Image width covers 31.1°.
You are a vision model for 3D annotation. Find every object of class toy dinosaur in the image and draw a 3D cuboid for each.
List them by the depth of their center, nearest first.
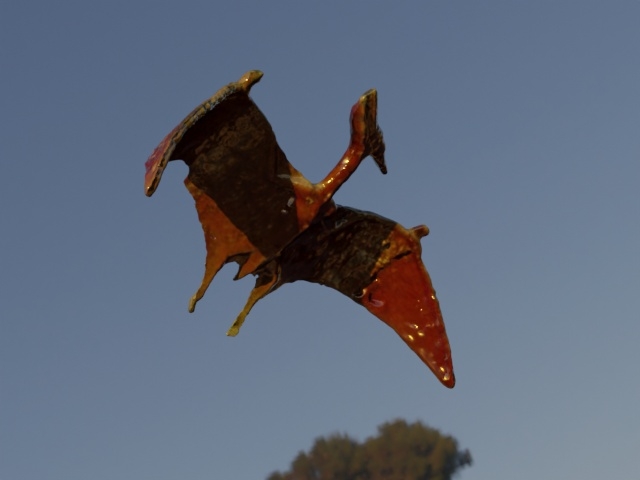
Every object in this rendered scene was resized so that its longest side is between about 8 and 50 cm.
[{"bbox_3d":[-0.003,0.009,0.853,0.206,0.113,0.327,-27,-49,-10],"label":"toy dinosaur"}]
